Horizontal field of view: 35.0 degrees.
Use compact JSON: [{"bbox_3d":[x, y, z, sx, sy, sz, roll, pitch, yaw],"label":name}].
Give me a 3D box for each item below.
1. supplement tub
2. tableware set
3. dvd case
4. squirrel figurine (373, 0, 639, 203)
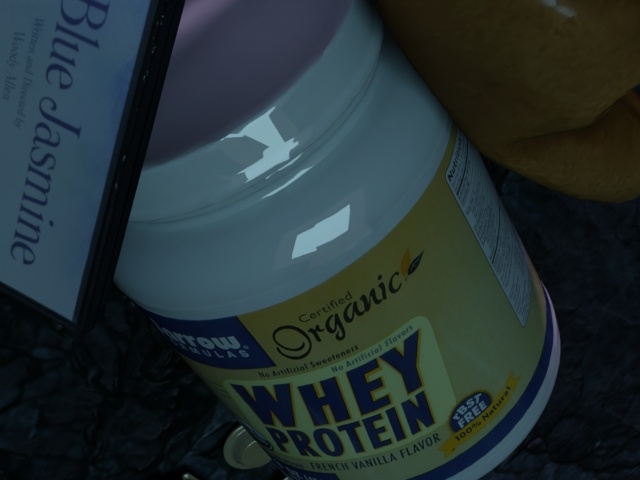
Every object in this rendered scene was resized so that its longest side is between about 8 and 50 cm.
[{"bbox_3d":[0.000,0.000,0.639,0.228,0.228,0.316,-35,128,-1],"label":"supplement tub"},{"bbox_3d":[-0.070,0.222,0.880,0.169,0.020,0.141,-33,130,-4],"label":"tableware set"},{"bbox_3d":[-0.195,-0.084,0.502,0.022,0.253,0.180,-34,147,-62],"label":"dvd case"},{"bbox_3d":[0.158,-0.222,0.408,0.397,0.281,0.370,12,157,-41],"label":"squirrel figurine"}]
